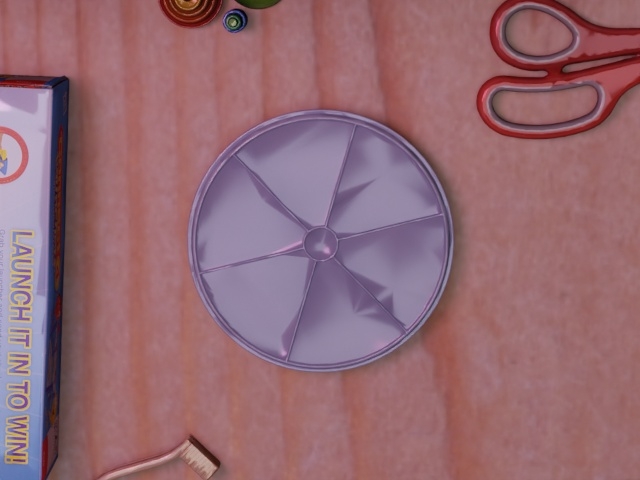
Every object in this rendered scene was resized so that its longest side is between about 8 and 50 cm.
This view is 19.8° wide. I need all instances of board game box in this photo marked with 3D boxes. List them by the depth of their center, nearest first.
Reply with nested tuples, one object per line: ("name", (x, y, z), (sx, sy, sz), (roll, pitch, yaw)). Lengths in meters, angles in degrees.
("board game box", (-0.346, 0.023, 1.369), (0.302, 0.086, 0.308), (4, 100, 0))

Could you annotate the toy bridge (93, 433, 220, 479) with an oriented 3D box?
("toy bridge", (-0.164, 0.219, 1.432), (0.063, 0.026, 0.188), (44, 98, -4))

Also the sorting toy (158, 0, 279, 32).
("sorting toy", (-0.070, -0.182, 1.350), (0.102, 0.042, 0.061), (-18, 99, 4))

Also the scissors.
("scissors", (0.264, -0.135, 1.369), (0.297, 0.021, 0.109), (-3, 98, 0))

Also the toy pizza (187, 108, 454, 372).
("toy pizza", (0.000, 0.000, 1.388), (0.201, 0.032, 0.201), (0, 100, 0))
